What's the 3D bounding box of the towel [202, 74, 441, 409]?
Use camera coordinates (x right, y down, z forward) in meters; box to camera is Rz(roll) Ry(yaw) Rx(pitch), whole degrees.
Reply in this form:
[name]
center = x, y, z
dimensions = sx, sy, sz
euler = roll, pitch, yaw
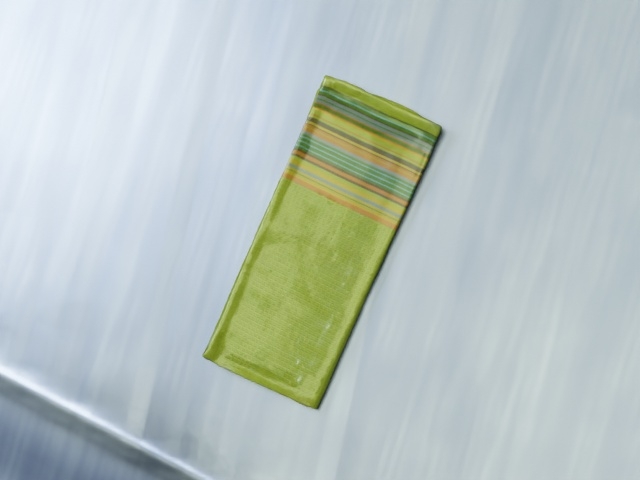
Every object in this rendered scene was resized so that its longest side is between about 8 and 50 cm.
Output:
[towel]
center = 0.000, 0.000, 1.368
dimensions = 0.102, 0.021, 0.237
euler = 24, 90, 17
